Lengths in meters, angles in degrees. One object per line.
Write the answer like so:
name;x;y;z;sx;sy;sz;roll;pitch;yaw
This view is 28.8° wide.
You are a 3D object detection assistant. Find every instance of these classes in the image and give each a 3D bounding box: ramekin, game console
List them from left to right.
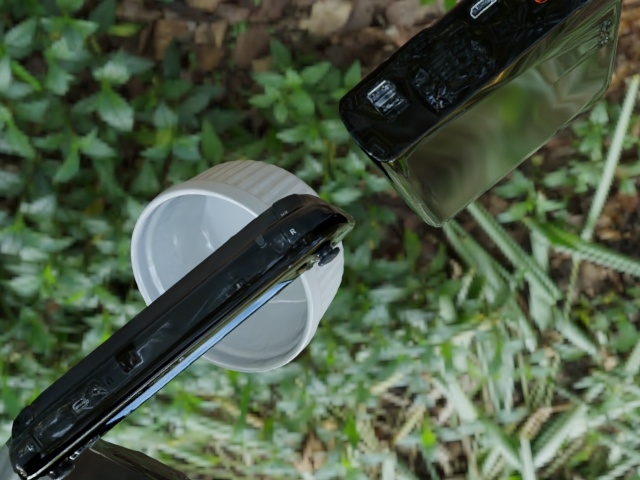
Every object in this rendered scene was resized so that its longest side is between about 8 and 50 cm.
ramekin;-0.075;0.017;1.246;0.207;0.109;0.207;15;124;23
game console;0.000;0.000;0.625;0.361;0.044;0.213;-39;167;5

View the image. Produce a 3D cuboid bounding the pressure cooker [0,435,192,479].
pressure cooker;-0.215;0.415;1.157;0.370;0.420;0.375;32;169;-31
